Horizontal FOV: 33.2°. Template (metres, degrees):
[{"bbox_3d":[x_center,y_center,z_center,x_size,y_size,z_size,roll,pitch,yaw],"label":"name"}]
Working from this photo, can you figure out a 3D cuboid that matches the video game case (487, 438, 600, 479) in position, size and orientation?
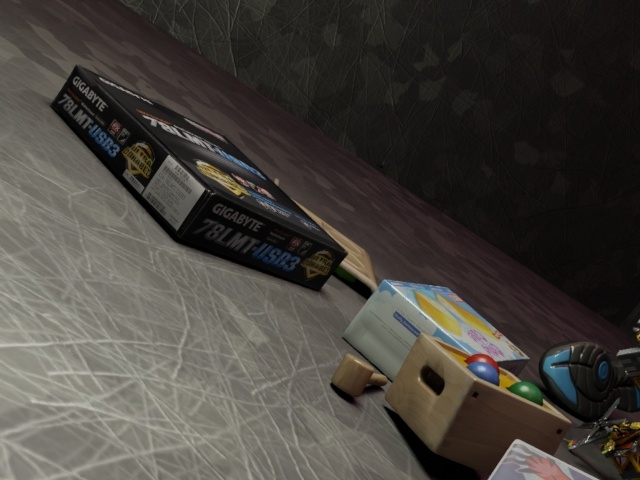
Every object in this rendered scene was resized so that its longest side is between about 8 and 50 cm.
[{"bbox_3d":[0.228,0.258,0.907,0.201,0.023,0.183,24,26,19],"label":"video game case"}]

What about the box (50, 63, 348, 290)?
[{"bbox_3d":[-0.144,-0.075,1.328,0.293,0.073,0.295,45,12,34],"label":"box"}]

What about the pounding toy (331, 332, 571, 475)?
[{"bbox_3d":[0.117,0.143,1.089,0.206,0.094,0.181,26,7,-25],"label":"pounding toy"}]

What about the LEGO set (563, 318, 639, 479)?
[{"bbox_3d":[0.515,0.212,1.498,0.255,0.331,0.192,-15,-68,56],"label":"LEGO set"}]

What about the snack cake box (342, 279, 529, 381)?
[{"bbox_3d":[0.151,0.133,1.330,0.152,0.089,0.264,40,11,20],"label":"snack cake box"}]

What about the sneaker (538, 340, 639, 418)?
[{"bbox_3d":[0.455,0.244,1.890,0.140,0.125,0.341,9,-7,40],"label":"sneaker"}]

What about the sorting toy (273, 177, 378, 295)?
[{"bbox_3d":[0.000,0.000,1.588,0.208,0.038,0.193,40,9,-9],"label":"sorting toy"}]
